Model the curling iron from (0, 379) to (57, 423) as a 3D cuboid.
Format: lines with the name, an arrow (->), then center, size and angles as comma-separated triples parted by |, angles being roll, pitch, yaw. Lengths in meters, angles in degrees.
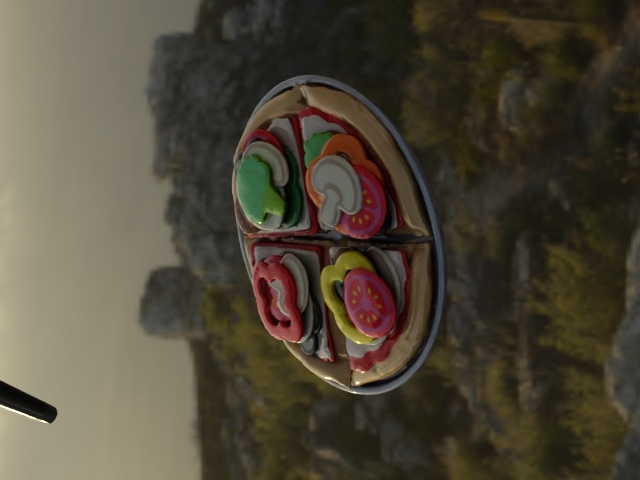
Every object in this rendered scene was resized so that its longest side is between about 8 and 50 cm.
curling iron -> -0.374, 0.132, 1.292 | 0.035, 0.274, 0.068 | -28, 50, 38

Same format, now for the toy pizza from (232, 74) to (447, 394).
toy pizza -> 0.000, 0.000, 0.825 | 0.201, 0.032, 0.201 | 24, 122, 47
